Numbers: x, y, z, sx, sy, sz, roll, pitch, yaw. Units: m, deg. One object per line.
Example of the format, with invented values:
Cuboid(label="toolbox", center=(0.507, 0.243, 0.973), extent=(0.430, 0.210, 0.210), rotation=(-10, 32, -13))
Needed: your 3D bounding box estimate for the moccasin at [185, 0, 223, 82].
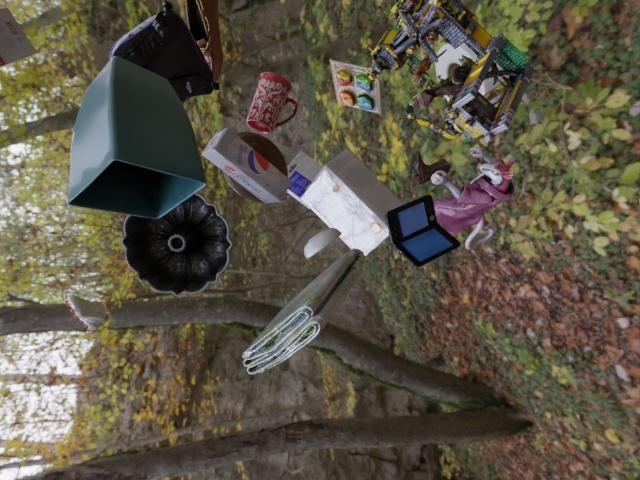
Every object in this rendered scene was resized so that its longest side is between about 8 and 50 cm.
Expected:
Cuboid(label="moccasin", center=(-0.465, -0.793, 1.589), extent=(0.147, 0.139, 0.380), rotation=(-43, -19, -39))

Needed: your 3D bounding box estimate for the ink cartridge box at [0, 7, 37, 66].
Cuboid(label="ink cartridge box", center=(-0.969, -0.477, 1.052), extent=(0.272, 0.309, 0.130), rotation=(-109, -1, -56))

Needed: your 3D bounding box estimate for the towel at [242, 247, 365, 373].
Cuboid(label="towel", center=(-0.035, 0.199, 1.158), extent=(0.090, 0.320, 0.374), rotation=(47, -147, -2))

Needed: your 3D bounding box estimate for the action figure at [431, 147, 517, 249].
Cuboid(label="action figure", center=(0.448, -0.111, 1.181), extent=(0.276, 0.248, 0.370), rotation=(56, 161, 4))

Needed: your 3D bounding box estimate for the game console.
Cuboid(label="game console", center=(0.203, -0.023, 0.802), extent=(0.071, 0.122, 0.107), rotation=(15, 124, 61))

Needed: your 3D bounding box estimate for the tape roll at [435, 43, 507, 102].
Cuboid(label="tape roll", center=(0.546, -0.603, 1.487), extent=(0.286, 0.100, 0.286), rotation=(58, 176, 6))

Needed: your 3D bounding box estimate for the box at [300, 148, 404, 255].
Cuboid(label="box", center=(0.132, -0.137, 1.557), extent=(0.345, 0.215, 0.168), rotation=(45, -133, 2))

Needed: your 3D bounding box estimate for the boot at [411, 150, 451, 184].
Cuboid(label="boot", center=(0.325, -0.225, 1.182), extent=(0.037, 0.114, 0.106), rotation=(-128, 22, -58))

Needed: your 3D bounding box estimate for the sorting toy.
Cuboid(label="sorting toy", center=(0.126, -0.543, 1.454), extent=(0.038, 0.208, 0.193), rotation=(-54, -26, -19))

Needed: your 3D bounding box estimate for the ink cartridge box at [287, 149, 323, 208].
Cuboid(label="ink cartridge box", center=(-0.070, -0.283, 1.880), extent=(0.206, 0.208, 0.045), rotation=(-53, 4, -20))

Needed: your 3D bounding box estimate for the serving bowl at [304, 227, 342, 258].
Cuboid(label="serving bowl", center=(0.000, 0.000, 0.777), extent=(0.027, 0.083, 0.083), rotation=(54, -167, -1))

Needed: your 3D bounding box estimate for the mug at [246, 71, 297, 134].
Cuboid(label="mug", center=(-0.157, -0.441, 1.336), extent=(0.113, 0.150, 0.169), rotation=(131, 159, -80))

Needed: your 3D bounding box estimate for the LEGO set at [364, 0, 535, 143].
Cuboid(label="LEGO set", center=(0.228, -0.299, 0.789), extent=(0.331, 0.255, 0.192), rotation=(39, -111, -21))

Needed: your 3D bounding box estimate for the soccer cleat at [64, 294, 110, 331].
Cuboid(label="soccer cleat", center=(-0.669, 0.198, 1.171), extent=(0.068, 0.076, 0.196), rotation=(44, 151, 18))

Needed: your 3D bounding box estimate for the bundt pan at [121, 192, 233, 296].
Cuboid(label="bundt pan", center=(-0.429, -0.001, 1.268), extent=(0.124, 0.330, 0.331), rotation=(-98, -1, -81))

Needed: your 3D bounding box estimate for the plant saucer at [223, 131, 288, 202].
Cuboid(label="plant saucer", center=(-0.230, -0.275, 1.490), extent=(0.278, 0.041, 0.278), rotation=(13, -112, -35))

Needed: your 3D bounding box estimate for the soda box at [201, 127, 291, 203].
Cuboid(label="soda box", center=(-0.235, -0.236, 1.329), extent=(0.286, 0.098, 0.091), rotation=(38, -113, -34))

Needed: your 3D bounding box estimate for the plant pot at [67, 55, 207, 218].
Cuboid(label="plant pot", center=(-0.332, -0.187, 0.725), extent=(0.165, 0.165, 0.234), rotation=(11, -119, -51))

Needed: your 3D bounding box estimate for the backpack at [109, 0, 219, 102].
Cuboid(label="backpack", center=(-0.501, -0.538, 1.245), extent=(0.213, 0.263, 0.276), rotation=(37, 160, 52))
